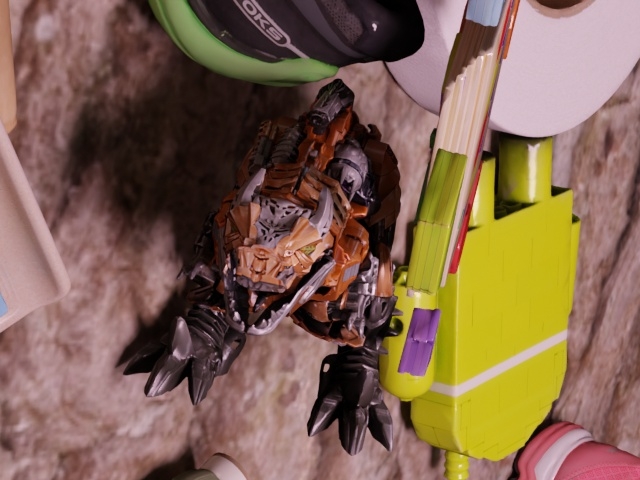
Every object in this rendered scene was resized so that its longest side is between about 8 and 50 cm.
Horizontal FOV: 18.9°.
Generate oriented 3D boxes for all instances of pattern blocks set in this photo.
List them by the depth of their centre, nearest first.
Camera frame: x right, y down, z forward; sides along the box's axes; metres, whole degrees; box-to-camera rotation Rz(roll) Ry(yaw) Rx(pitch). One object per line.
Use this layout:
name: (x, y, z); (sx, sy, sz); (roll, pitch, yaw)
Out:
pattern blocks set: (0.084, -0.071, 1.127); (0.285, 0.026, 0.325); (-66, 169, -59)

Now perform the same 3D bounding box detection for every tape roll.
tape roll: (0.161, -0.271, 1.402); (0.392, 0.072, 0.392); (-23, 120, -48)

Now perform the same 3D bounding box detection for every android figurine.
android figurine: (0.131, 0.055, 1.492); (0.248, 0.056, 0.273); (-23, 120, -49)

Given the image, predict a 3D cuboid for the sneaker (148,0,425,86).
sneaker: (0.040, -0.322, 1.100); (0.185, 0.202, 0.483); (-2, 104, -55)

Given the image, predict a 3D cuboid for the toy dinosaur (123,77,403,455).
toy dinosaur: (0.000, 0.000, 1.173); (0.322, 0.164, 0.218); (-21, 129, -57)

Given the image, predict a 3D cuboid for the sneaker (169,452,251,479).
sneaker: (-0.087, 0.238, 1.259); (0.086, 0.064, 0.192); (-22, 119, -40)

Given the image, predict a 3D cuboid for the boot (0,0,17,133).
boot: (-0.173, -0.185, 0.963); (0.236, 0.089, 0.270); (-14, 113, -38)

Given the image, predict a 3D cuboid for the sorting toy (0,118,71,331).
sorting toy: (-0.233, 0.015, 0.915); (0.208, 0.038, 0.193); (-32, 134, -16)

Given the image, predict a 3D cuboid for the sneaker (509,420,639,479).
sneaker: (0.204, 0.316, 1.621); (0.116, 0.136, 0.314); (18, 88, -54)
